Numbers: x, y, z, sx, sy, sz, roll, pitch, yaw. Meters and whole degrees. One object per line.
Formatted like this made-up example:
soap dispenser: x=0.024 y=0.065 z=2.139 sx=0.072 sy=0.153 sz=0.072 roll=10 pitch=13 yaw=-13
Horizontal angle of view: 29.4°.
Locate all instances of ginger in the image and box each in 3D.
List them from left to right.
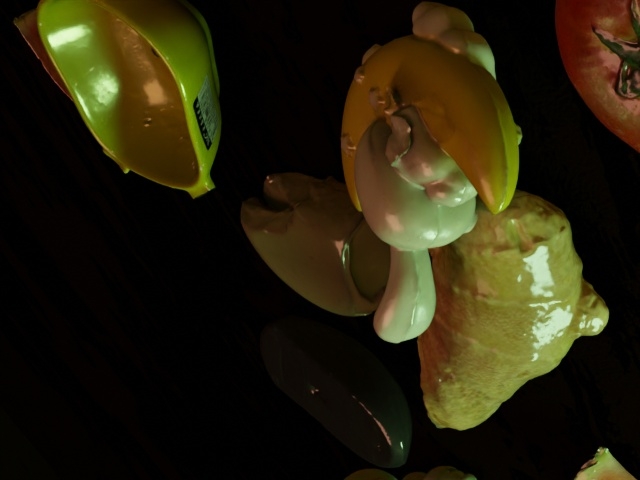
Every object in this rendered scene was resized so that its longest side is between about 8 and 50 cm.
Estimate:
ginger: x=0.168 y=0.078 z=1.204 sx=0.190 sy=0.126 sz=0.354 roll=21 pitch=142 yaw=3

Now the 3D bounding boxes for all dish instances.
dish: x=-0.182 y=-0.184 z=1.333 sx=0.221 sy=0.108 sz=0.262 roll=22 pitch=144 yaw=36

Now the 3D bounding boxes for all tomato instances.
tomato: x=0.253 y=-0.135 z=0.855 sx=0.225 sy=0.085 sz=0.225 roll=35 pitch=152 yaw=22

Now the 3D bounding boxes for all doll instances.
doll: x=0.087 y=-0.068 z=1.052 sx=0.237 sy=0.111 sz=0.252 roll=-46 pitch=53 yaw=49

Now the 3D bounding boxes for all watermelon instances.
watermelon: x=-0.279 y=-0.226 z=1.453 sx=0.069 sy=0.087 sz=0.163 roll=-27 pitch=112 yaw=29
watermelon: x=0.365 y=0.333 z=1.402 sx=0.245 sy=0.063 sz=0.119 roll=50 pitch=139 yaw=-11

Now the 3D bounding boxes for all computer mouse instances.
computer mouse: x=0.033 y=0.187 z=1.595 sx=0.270 sy=0.086 sz=0.137 roll=36 pitch=144 yaw=32

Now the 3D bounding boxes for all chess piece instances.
chess piece: x=0.131 y=0.365 z=1.706 sx=0.139 sy=0.139 sz=0.272 roll=47 pitch=141 yaw=-6

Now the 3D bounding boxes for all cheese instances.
cheese: x=0.000 y=0.000 z=1.371 sx=0.202 sy=0.091 sz=0.175 roll=24 pitch=146 yaw=32
